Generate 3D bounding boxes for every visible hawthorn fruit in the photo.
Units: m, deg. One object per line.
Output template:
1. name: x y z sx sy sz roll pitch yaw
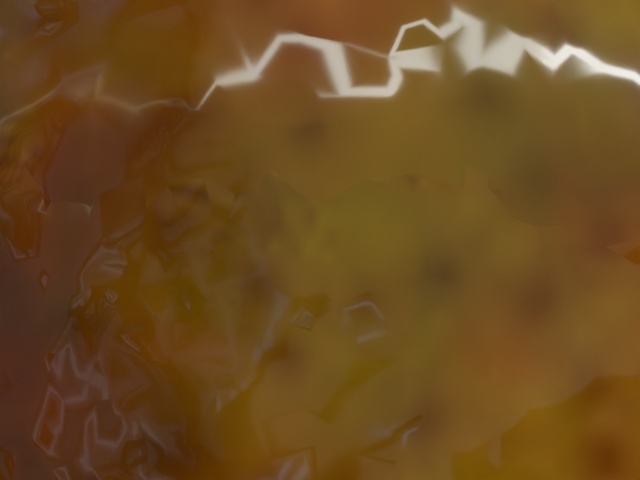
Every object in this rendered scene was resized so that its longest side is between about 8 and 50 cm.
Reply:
1. hawthorn fruit: 0.000 0.000 0.668 0.472 0.472 0.472 -12 90 -78
